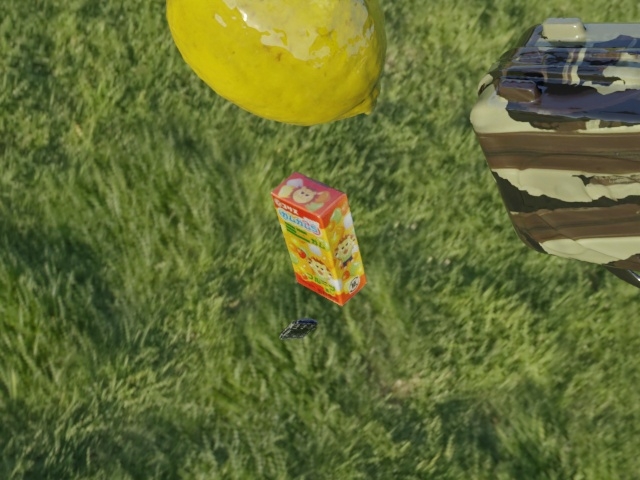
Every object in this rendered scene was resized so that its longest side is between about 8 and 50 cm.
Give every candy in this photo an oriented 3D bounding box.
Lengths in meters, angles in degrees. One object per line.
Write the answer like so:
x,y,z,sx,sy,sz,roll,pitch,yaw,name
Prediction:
0.000,0.000,0.878,0.062,0.122,0.038,27,58,34,candy

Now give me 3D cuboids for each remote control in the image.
-0.032,0.127,1.385,0.039,0.096,0.014,3,72,-15,remote control

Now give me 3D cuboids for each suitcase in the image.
0.362,-0.078,1.026,0.352,0.339,0.194,11,56,39,suitcase

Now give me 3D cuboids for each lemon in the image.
-0.050,-0.295,1.294,0.316,0.285,0.285,34,51,4,lemon
